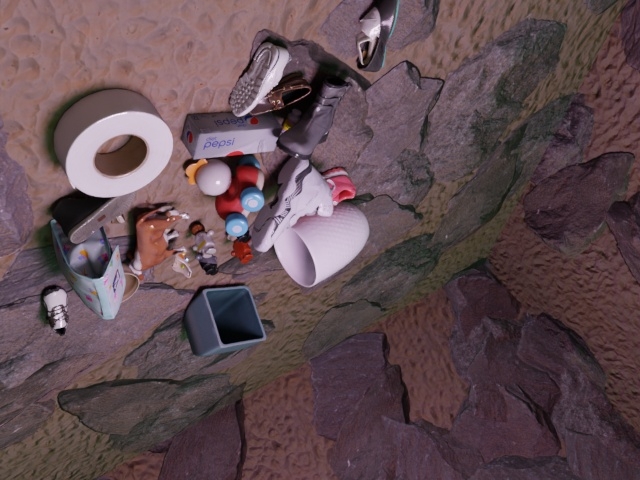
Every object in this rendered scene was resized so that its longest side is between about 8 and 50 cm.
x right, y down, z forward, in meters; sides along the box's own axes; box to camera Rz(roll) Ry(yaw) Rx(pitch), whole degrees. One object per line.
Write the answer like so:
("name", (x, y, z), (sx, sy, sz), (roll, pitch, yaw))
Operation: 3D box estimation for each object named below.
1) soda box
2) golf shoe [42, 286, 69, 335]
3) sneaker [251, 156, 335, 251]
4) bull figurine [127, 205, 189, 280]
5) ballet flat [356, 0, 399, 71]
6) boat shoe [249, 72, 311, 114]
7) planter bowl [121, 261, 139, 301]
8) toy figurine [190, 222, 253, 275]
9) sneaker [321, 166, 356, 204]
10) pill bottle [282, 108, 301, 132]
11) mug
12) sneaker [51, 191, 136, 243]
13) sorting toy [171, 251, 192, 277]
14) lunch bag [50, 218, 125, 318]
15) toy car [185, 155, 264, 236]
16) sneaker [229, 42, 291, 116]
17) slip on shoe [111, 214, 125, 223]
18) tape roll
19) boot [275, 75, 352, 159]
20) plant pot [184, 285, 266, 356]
("soda box", (-0.259, -0.316, 1.785), (0.286, 0.091, 0.098), (-13, 145, -38))
("golf shoe", (-0.846, 0.231, 1.949), (0.077, 0.094, 0.198), (-19, 146, -29))
("sneaker", (-0.082, -0.098, 2.092), (0.210, 0.137, 0.366), (32, 78, -32))
("bull figurine", (-0.533, 0.006, 1.958), (0.188, 0.101, 0.310), (-28, 158, -33))
("ballet flat", (0.164, -0.619, 1.816), (0.096, 0.095, 0.280), (-14, 147, -16))
("boat shoe", (-0.126, -0.427, 1.791), (0.207, 0.073, 0.073), (-31, 153, -9))
("planter bowl", (-0.685, 0.123, 1.948), (0.162, 0.109, 0.162), (-28, 151, -17))
("toy figurine", (-0.352, 0.000, 2.125), (0.209, 0.148, 0.213), (-22, 152, -14))
("sneaker", (0.002, -0.182, 2.250), (0.313, 0.136, 0.116), (-20, 147, -30))
("pill bottle", (-0.092, -0.380, 1.933), (0.043, 0.043, 0.083), (-10, 142, -41))
("mug", (0.000, 0.000, 2.436), (0.328, 0.276, 0.374), (-29, -177, -29))
("sneaker", (-0.631, -0.103, 1.671), (0.222, 0.118, 0.083), (-40, 160, -20))
("sorting toy", (-0.457, 0.087, 2.020), (0.045, 0.075, 0.083), (-29, 165, -34))
("lunch bag", (-0.660, 0.077, 1.743), (0.160, 0.262, 0.223), (-22, 149, -26))
("toy car", (-0.318, -0.171, 1.888), (0.238, 0.219, 0.210), (21, 124, -25))
("sneaker", (-0.168, -0.445, 1.708), (0.235, 0.090, 0.095), (-48, 160, 24))
("slip on shoe", (-0.612, -0.094, 1.771), (0.041, 0.051, 0.135), (-15, 154, -12))
("tape roll", (-0.535, -0.247, 1.562), (0.286, 0.100, 0.286), (-28, 152, -17))
("boot", (-0.016, -0.390, 1.838), (0.223, 0.118, 0.338), (-61, 180, 30))
("plant pot", (-0.423, 0.357, 2.490), (0.252, 0.247, 0.247), (-35, 158, 36))
